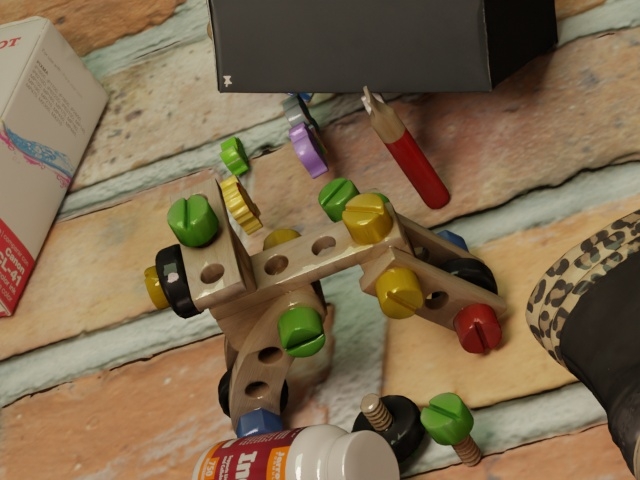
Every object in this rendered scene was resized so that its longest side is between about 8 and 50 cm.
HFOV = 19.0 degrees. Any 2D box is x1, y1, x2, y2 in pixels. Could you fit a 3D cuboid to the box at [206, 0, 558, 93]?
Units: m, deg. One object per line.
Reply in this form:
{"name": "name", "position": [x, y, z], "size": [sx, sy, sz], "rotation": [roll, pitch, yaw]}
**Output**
{"name": "box", "position": [0.057, -0.199, 1.701], "size": [0.261, 0.103, 0.184], "rotation": [2, 22, 25]}

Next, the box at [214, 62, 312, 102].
{"name": "box", "position": [-0.021, -0.230, 1.898], "size": [0.109, 0.042, 0.178], "rotation": [22, 59, 9]}

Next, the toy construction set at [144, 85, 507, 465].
{"name": "toy construction set", "position": [0.000, 0.000, 1.520], "size": [0.257, 0.237, 0.309], "rotation": [-9, 44, 30]}

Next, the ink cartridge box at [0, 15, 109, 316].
{"name": "ink cartridge box", "position": [-0.378, -0.065, 1.963], "size": [0.226, 0.131, 0.306], "rotation": [-8, 44, 32]}

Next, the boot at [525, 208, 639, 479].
{"name": "boot", "position": [0.339, 0.053, 1.275], "size": [0.377, 0.138, 0.284], "rotation": [-21, 23, -8]}

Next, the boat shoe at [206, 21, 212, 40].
{"name": "boat shoe", "position": [-0.060, -0.255, 1.981], "size": [0.170, 0.063, 0.059], "rotation": [-43, 35, -24]}

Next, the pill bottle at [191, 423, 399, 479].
{"name": "pill bottle", "position": [-0.018, 0.185, 1.446], "size": [0.152, 0.086, 0.086], "rotation": [-15, 41, 39]}

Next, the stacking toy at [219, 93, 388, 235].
{"name": "stacking toy", "position": [-0.017, -0.100, 1.753], "size": [0.167, 0.052, 0.221], "rotation": [-31, 21, 6]}
